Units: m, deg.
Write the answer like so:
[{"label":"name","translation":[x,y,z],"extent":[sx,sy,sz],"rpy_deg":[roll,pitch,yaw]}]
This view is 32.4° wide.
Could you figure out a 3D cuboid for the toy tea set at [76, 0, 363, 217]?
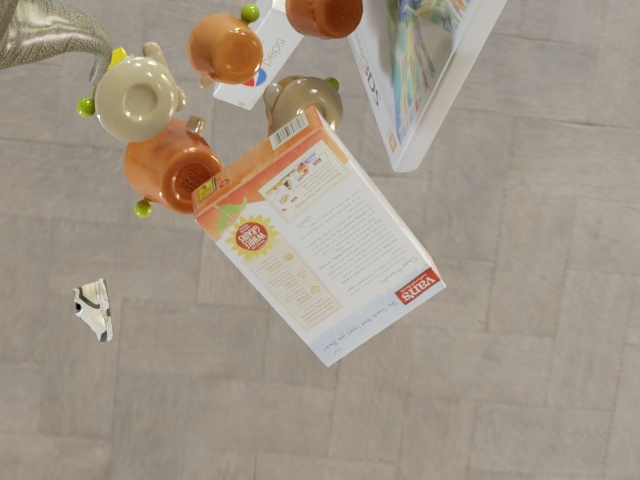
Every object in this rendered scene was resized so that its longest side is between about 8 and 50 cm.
[{"label":"toy tea set","translation":[-0.096,-0.167,1.187],"extent":[0.336,0.124,0.200],"rpy_deg":[-29,122,-17]}]

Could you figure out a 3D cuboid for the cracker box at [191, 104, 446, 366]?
[{"label":"cracker box","translation":[0.000,0.000,1.121],"extent":[0.155,0.067,0.232],"rpy_deg":[-35,118,9]}]

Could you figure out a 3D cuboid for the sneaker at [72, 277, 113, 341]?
[{"label":"sneaker","translation":[-0.279,0.087,1.351],"extent":[0.043,0.040,0.109],"rpy_deg":[-12,139,-12]}]

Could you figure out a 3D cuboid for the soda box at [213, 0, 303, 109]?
[{"label":"soda box","translation":[-0.089,-0.295,1.662],"extent":[0.069,0.074,0.216],"rpy_deg":[17,142,-22]}]

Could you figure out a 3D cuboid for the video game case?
[{"label":"video game case","translation":[0.089,-0.282,1.172],"extent":[0.036,0.329,0.300],"rpy_deg":[-9,65,-17]}]

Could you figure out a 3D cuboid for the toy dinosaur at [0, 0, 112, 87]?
[{"label":"toy dinosaur","translation":[-0.189,-0.158,0.526],"extent":[0.121,0.313,0.160],"rpy_deg":[16,63,9]}]
